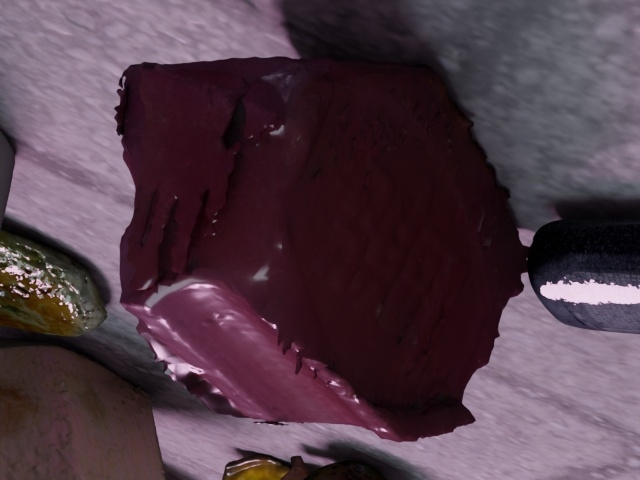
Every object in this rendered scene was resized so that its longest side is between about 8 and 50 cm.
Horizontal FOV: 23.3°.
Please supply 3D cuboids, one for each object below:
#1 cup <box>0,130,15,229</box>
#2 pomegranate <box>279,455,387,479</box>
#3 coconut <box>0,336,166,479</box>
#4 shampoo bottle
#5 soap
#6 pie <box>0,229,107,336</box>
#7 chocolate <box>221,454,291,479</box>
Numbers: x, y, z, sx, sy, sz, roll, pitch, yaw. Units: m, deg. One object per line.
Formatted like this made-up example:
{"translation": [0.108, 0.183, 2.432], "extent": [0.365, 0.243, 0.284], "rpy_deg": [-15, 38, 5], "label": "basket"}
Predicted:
{"translation": [-0.346, 0.004, 1.034], "extent": [0.258, 0.234, 0.186], "rpy_deg": [15, 157, 14], "label": "cup"}
{"translation": [0.015, 0.267, 1.463], "extent": [0.130, 0.130, 0.130], "rpy_deg": [19, 158, 8], "label": "pomegranate"}
{"translation": [-0.292, 0.237, 1.470], "extent": [0.298, 0.309, 0.297], "rpy_deg": [-15, 155, -7], "label": "coconut"}
{"translation": [0.218, 0.021, 0.785], "extent": [0.234, 0.049, 0.087], "rpy_deg": [1, 149, 42], "label": "shampoo bottle"}
{"translation": [0.000, 0.000, 0.770], "extent": [0.112, 0.182, 0.289], "rpy_deg": [5, 153, 29], "label": "soap"}
{"translation": [-0.261, 0.031, 1.280], "extent": [0.187, 0.041, 0.187], "rpy_deg": [20, 158, 8], "label": "pie"}
{"translation": [0.048, 0.381, 1.702], "extent": [0.162, 0.162, 0.445], "rpy_deg": [3, 155, 40], "label": "chocolate"}
